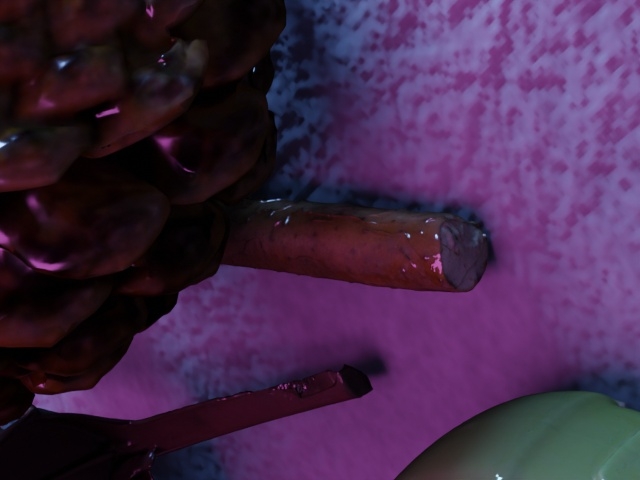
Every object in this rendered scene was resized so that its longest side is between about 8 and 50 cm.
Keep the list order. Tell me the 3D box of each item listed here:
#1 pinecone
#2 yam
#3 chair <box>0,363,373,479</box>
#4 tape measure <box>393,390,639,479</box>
[{"bbox_3d":[-0.143,-0.046,0.622,0.243,0.243,0.257,47,129,17],"label":"pinecone"},{"bbox_3d":[0.000,0.000,0.657,0.145,0.032,0.032,5,116,47],"label":"yam"},{"bbox_3d":[-0.114,0.153,0.754,0.326,0.183,0.175,-13,109,50],"label":"chair"},{"bbox_3d":[0.086,0.140,0.587,0.200,0.106,0.175,-29,93,50],"label":"tape measure"}]
